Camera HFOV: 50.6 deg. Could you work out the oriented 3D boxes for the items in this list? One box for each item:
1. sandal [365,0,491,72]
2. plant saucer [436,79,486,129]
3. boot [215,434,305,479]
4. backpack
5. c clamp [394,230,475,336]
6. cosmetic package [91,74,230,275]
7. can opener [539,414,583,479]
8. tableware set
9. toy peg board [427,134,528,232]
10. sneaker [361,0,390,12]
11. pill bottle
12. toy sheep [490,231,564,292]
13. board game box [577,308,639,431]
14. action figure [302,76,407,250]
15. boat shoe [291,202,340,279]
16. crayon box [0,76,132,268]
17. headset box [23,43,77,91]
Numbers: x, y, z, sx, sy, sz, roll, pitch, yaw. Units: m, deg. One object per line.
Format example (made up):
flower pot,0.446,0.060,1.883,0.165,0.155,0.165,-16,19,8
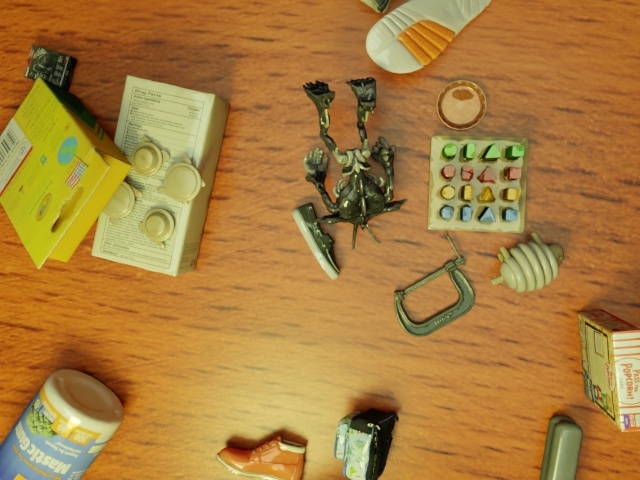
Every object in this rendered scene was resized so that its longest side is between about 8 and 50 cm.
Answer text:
sandal,0.182,-0.362,1.125,0.265,0.076,0.102,-37,102,-13
plant saucer,0.239,-0.229,1.149,0.083,0.013,0.083,0,92,6
boot,-0.104,0.380,1.201,0.158,0.059,0.085,15,91,-3
backpack,0.073,0.351,1.155,0.084,0.105,0.114,9,95,29
c clamp,0.192,0.085,1.169,0.160,0.022,0.137,-36,93,6
cosmetic package,-0.272,-0.108,1.165,0.160,0.113,0.309,14,94,6
can opener,0.366,0.434,1.137,0.095,0.076,0.283,9,93,5
tableware set,-0.276,-0.080,1.101,0.141,0.020,0.169,38,98,6
toy peg board,0.262,-0.094,1.120,0.161,0.079,0.161,2,93,7
sneaker,0.154,-0.446,1.100,0.226,0.086,0.163,14,84,18
pill bottle,-0.484,0.377,1.194,0.152,0.152,0.272,37,96,4
toy sheep,0.340,0.042,1.116,0.132,0.091,0.091,-25,90,2
board game box,0.452,0.195,1.055,0.045,0.193,0.147,-6,93,7
action figure,0.053,-0.129,1.118,0.164,0.141,0.276,-9,118,-1
boat shoe,0.000,0.000,1.171,0.040,0.049,0.142,-31,87,7
crayon box,-0.434,-0.108,1.116,0.202,0.081,0.318,-52,52,9
headset box,-0.491,-0.312,1.220,0.083,0.032,0.062,17,94,6
